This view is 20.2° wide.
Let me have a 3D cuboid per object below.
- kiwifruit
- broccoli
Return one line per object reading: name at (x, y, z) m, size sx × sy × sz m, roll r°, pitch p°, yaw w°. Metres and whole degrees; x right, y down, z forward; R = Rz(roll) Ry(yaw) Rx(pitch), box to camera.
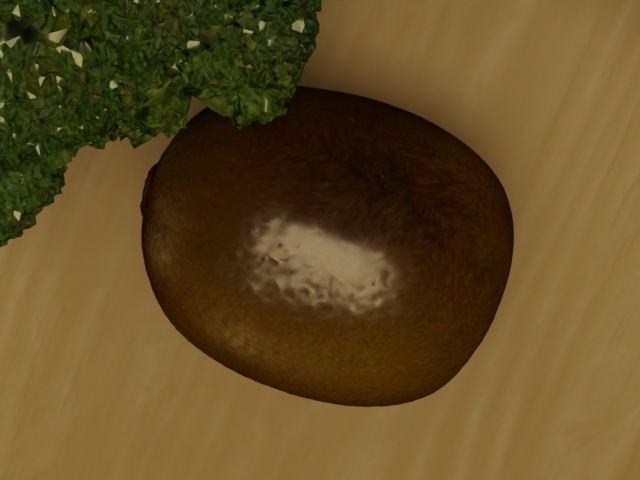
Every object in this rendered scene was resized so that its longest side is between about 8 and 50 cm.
kiwifruit at (0.000, 0.000, 1.127) m, size 0.234 × 0.196 × 0.196 m, roll 21°, pitch 105°, yaw -1°
broccoli at (-0.160, -0.192, 1.015) m, size 0.321 × 0.310 × 0.413 m, roll 1°, pitch 77°, yaw 24°
